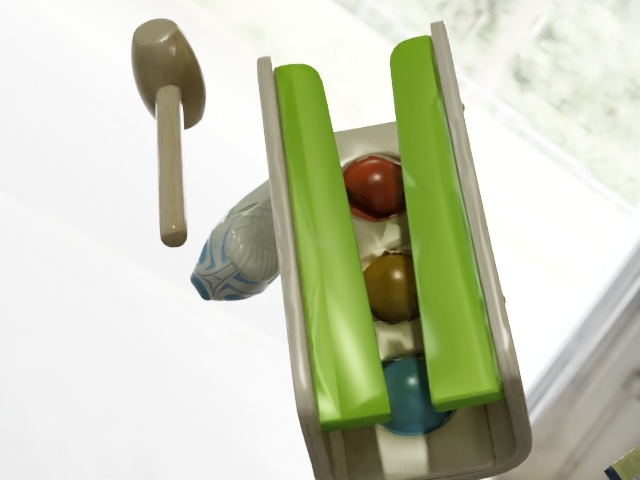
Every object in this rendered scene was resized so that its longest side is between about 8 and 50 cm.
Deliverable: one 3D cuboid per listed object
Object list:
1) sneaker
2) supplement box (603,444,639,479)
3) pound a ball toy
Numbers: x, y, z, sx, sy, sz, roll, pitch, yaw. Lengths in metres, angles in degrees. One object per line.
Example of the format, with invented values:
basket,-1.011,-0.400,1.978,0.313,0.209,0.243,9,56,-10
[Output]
sneaker,-0.047,-0.015,1.500,0.085,0.086,0.237,60,36,-8
supplement box,0.292,0.192,1.315,0.056,0.083,0.083,56,11,19
pound a ball toy,0.000,0.000,0.974,0.136,0.208,0.319,75,6,-53
